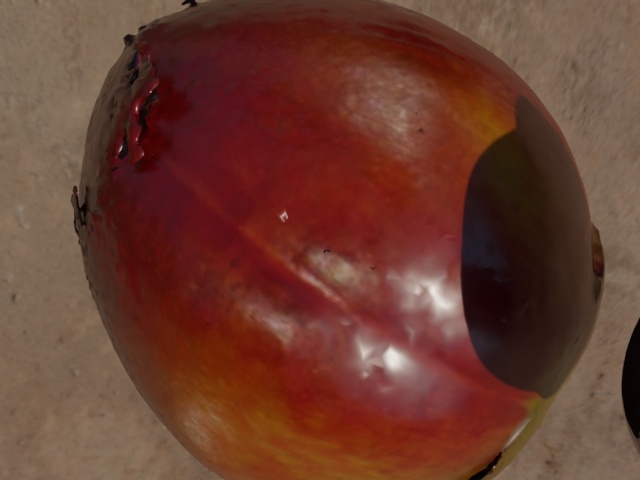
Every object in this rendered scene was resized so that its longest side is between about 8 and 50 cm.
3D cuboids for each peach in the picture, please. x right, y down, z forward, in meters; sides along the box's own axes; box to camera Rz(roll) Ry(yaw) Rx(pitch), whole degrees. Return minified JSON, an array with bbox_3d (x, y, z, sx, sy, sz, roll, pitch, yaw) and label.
[{"bbox_3d":[0.000,0.000,0.696,0.370,0.370,0.370,-1,80,5],"label":"peach"}]

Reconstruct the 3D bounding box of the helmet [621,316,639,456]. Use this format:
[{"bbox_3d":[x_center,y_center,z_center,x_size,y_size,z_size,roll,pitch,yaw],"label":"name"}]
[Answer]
[{"bbox_3d":[0.193,0.058,0.444,0.106,0.175,0.155,15,61,1],"label":"helmet"}]
